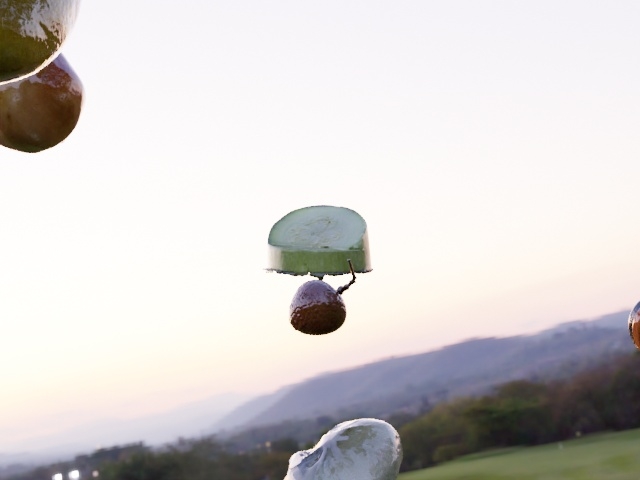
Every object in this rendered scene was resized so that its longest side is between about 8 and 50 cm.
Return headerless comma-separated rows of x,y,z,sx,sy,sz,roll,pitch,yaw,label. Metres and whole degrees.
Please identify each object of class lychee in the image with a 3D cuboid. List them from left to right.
0.008,0.113,1.776,0.140,0.101,0.114,-16,-22,11,lychee

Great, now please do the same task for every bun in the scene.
0.032,0.446,1.887,0.273,0.168,0.273,-45,6,6,bun

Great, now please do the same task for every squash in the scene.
-0.005,0.011,1.978,0.220,0.133,0.220,1,10,0,squash

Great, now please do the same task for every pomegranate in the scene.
-0.521,-0.261,1.793,0.209,0.209,0.209,-10,-9,-2,pomegranate

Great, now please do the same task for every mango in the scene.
-0.403,-0.319,1.188,0.253,0.365,0.182,20,-56,-29,mango

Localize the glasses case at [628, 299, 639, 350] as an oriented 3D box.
0.584,0.088,1.504,0.266,0.103,0.067,-25,30,-4,glasses case
